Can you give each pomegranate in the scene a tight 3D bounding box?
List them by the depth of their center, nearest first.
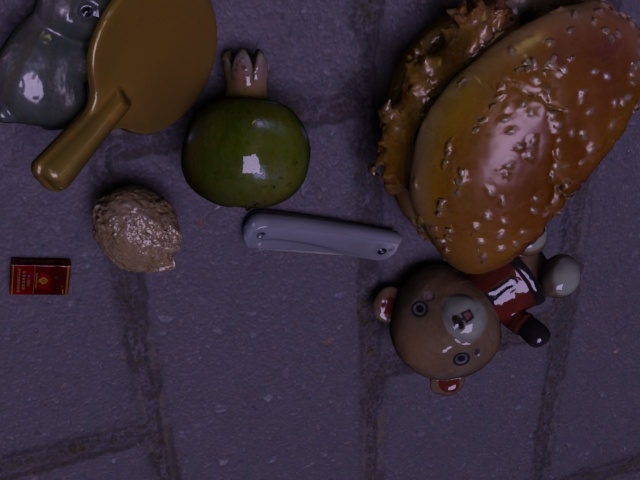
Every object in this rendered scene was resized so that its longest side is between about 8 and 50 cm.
[{"bbox_3d":[-0.098,-0.138,1.121,0.180,0.179,0.210,-7,122,-18],"label":"pomegranate"}]

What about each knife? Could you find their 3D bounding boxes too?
[{"bbox_3d":[0.002,-0.002,1.333,0.266,0.040,0.073,5,129,-25],"label":"knife"}]

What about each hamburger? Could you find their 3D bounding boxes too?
[{"bbox_3d":[0.229,-0.178,1.181,0.287,0.268,0.445,25,110,-28],"label":"hamburger"}]

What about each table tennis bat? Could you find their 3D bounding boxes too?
[{"bbox_3d":[-0.235,-0.188,1.029,0.320,0.050,0.198,-54,150,-18],"label":"table tennis bat"}]

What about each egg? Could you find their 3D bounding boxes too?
[{"bbox_3d":[-0.254,-0.015,1.173,0.116,0.118,0.140,-45,136,-11],"label":"egg"}]

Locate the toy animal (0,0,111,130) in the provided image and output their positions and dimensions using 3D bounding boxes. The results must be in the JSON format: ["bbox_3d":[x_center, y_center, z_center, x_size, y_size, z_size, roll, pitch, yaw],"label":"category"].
[{"bbox_3d":[-0.307,-0.255,0.999,0.126,0.127,0.251,14,111,-25],"label":"toy animal"}]

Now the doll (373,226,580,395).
[{"bbox_3d":[0.263,0.095,1.426,0.330,0.174,0.235,-37,96,1],"label":"doll"}]

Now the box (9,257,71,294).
[{"bbox_3d":[-0.404,0.052,1.213,0.082,0.023,0.051,2,121,-23],"label":"box"}]
